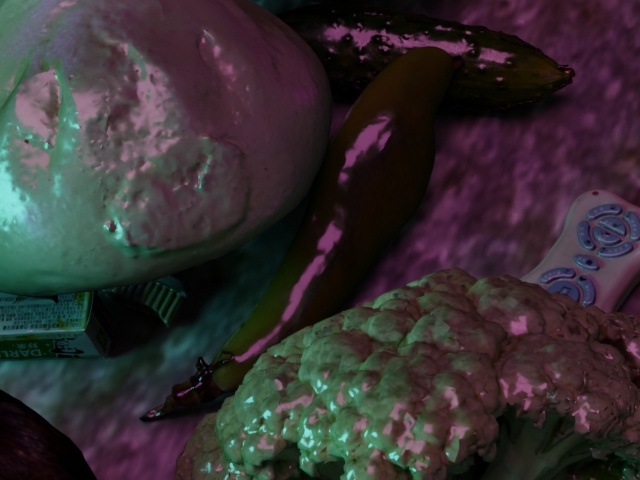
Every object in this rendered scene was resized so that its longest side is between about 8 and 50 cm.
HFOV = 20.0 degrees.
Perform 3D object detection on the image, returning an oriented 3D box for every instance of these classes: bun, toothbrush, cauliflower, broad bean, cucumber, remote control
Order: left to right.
[{"bbox_3d":[-0.259,-0.009,1.286,0.375,0.028,0.037,17,69,21],"label":"toothbrush"},{"bbox_3d":[-0.140,-0.098,1.178,0.293,0.187,0.293,-14,29,8],"label":"bun"},{"bbox_3d":[0.004,0.000,1.199,0.075,0.067,0.325,34,74,3],"label":"broad bean"},{"bbox_3d":[0.066,-0.128,1.281,0.227,0.069,0.069,9,59,13],"label":"cucumber"},{"bbox_3d":[0.072,0.148,1.035,0.272,0.275,0.250,-19,90,-38],"label":"cauliflower"},{"bbox_3d":[0.173,0.022,1.179,0.074,0.032,0.122,26,64,26],"label":"remote control"}]

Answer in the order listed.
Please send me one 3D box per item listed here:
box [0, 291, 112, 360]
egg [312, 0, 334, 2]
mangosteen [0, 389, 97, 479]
[{"bbox_3d":[-0.245,0.059,1.225,0.207,0.050,0.041,-3,59,9],"label":"box"},{"bbox_3d":[-0.010,-0.276,1.312,0.245,0.203,0.203,33,68,24],"label":"egg"},{"bbox_3d":[-0.251,0.206,1.008,0.297,0.293,0.297,1,32,-1],"label":"mangosteen"}]
